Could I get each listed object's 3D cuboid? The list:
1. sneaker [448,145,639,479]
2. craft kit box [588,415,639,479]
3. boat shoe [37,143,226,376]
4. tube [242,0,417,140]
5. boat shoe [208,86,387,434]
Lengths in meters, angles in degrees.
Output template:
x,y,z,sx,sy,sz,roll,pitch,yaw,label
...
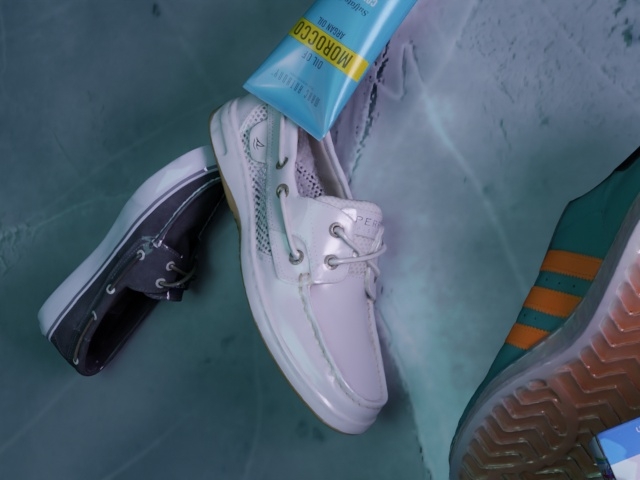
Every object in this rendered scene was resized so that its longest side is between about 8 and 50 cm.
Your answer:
x,y,z,sx,sy,sz,roll,pitch,yaw,label
0.181,0.050,0.893,0.108,0.121,0.302,27,119,-10,sneaker
0.296,0.166,0.688,0.250,0.061,0.246,-21,73,1,craft kit box
-0.135,0.023,1.099,0.228,0.080,0.076,-44,69,20,boat shoe
0.034,-0.173,1.014,0.080,0.052,0.207,38,91,32,tube
0.000,0.000,1.005,0.096,0.098,0.277,-30,67,25,boat shoe
